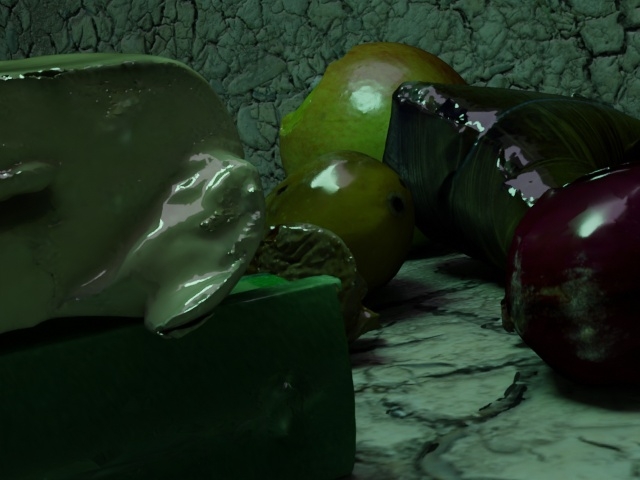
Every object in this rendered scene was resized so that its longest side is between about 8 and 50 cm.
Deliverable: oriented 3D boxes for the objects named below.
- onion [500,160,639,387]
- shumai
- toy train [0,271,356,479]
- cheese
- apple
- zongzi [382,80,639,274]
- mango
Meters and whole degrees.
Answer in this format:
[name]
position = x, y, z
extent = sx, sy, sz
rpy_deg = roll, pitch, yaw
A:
[onion]
position = 0.188, 0.018, 0.495
extent = 0.173, 0.136, 0.198
rpy_deg = -9, 4, -30
[shumai]
position = -0.021, 0.047, 0.631
extent = 0.139, 0.123, 0.105
rpy_deg = -21, -8, 14
[toy train]
position = -0.134, 0.088, 0.402
extent = 0.300, 0.120, 0.202
rpy_deg = -11, 10, -24
[cheese]
position = -0.170, -0.018, 0.330
extent = 0.265, 0.127, 0.233
rpy_deg = -17, 19, -36
[apple]
position = 0.110, -0.141, 1.154
extent = 0.339, 0.340, 0.339
rpy_deg = -9, 6, 1
[zongzi]
position = 0.321, -0.042, 0.831
extent = 0.402, 0.208, 0.432
rpy_deg = 1, 22, -22
[mango]
position = 0.008, 0.002, 0.844
extent = 0.176, 0.176, 0.329
rpy_deg = 13, -12, 0
